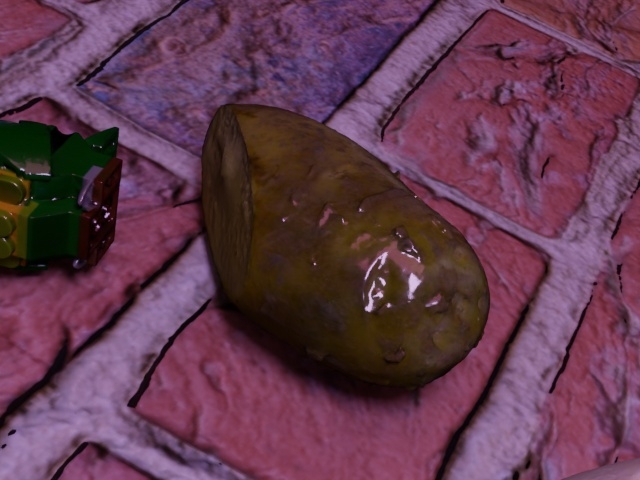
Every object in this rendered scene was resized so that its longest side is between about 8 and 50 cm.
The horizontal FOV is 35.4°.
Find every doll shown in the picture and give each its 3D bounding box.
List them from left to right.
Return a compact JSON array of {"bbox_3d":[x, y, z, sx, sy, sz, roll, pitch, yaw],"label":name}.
[{"bbox_3d":[-0.237,-0.039,0.748,0.186,0.106,0.134,0,38,-20],"label":"doll"}]

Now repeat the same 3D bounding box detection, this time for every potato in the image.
[{"bbox_3d":[0.000,0.000,0.772,0.176,0.141,0.298,-8,38,-45],"label":"potato"}]

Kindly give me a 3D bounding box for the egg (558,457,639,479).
[{"bbox_3d":[0.156,0.240,0.445,0.345,0.283,0.283,-8,38,17],"label":"egg"}]
